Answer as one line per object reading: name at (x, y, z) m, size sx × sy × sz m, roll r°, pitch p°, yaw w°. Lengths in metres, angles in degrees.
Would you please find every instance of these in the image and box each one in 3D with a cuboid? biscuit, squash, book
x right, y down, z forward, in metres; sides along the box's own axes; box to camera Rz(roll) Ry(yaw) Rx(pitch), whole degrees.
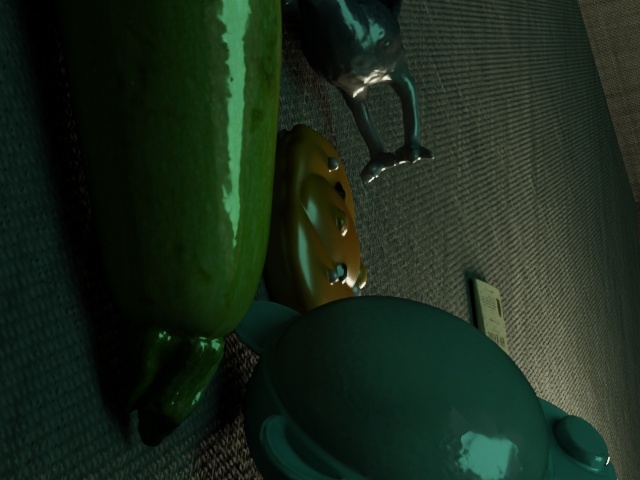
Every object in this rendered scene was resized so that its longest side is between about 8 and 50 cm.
biscuit at (0.004, -0.001, 1.207) m, size 0.170 × 0.050 × 0.170 m, roll -9°, pitch 90°, yaw -73°
squash at (-0.070, -0.035, 0.868) m, size 0.137 × 0.137 × 0.288 m, roll -24°, pitch 107°, yaw -73°
book at (0.206, 0.138, 1.858) m, size 0.127 × 0.014 × 0.182 m, roll 26°, pitch 56°, yaw -70°

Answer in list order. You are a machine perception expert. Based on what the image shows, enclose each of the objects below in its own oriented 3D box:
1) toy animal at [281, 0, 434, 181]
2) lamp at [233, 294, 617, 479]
toy animal at (0.040, -0.152, 1.342) m, size 0.206 × 0.081 × 0.367 m, roll 71°, pitch 16°, yaw 8°
lamp at (0.075, 0.133, 1.053) m, size 0.284 × 0.147 × 0.209 m, roll 33°, pitch 23°, yaw -29°
